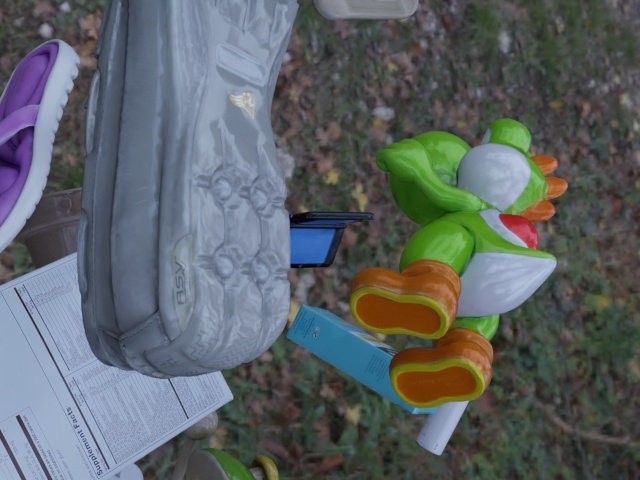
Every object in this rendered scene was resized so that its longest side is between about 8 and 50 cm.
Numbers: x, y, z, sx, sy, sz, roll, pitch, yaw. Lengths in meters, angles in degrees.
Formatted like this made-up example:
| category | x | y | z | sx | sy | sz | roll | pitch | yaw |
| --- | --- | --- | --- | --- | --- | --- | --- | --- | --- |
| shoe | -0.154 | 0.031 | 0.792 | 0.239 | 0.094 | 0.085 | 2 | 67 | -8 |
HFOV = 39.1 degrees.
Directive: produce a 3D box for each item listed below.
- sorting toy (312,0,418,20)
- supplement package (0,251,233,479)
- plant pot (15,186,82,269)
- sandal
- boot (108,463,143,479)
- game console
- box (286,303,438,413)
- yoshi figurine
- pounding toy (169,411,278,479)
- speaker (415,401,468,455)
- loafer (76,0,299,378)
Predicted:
| category | x | y | z | sx | sy | sz | roll | pitch | yaw |
| --- | --- | --- | --- | --- | --- | --- | --- | --- | --- |
| sorting toy | -0.001 | -0.382 | 0.980 | 0.229 | 0.041 | 0.307 | -28 | 97 | -59 |
| supplement package | -0.215 | 0.112 | 0.659 | 0.203 | 0.194 | 0.149 | -28 | 92 | -39 |
| plant pot | -0.422 | 0.038 | 1.669 | 0.263 | 0.263 | 0.230 | 4 | 71 | -62 |
| sandal | -0.420 | -0.127 | 1.146 | 0.102 | 0.169 | 0.416 | 44 | 30 | -35 |
| boot | -0.433 | 0.405 | 1.607 | 0.258 | 0.123 | 0.095 | 58 | 28 | -44 |
| game console | 0.000 | 0.000 | 1.241 | 0.122 | 0.107 | 0.071 | -1 | 86 | -40 |
| box | 0.073 | 0.183 | 1.398 | 0.060 | 0.244 | 0.100 | -63 | 153 | 2 |
| yoshi figurine | 0.126 | -0.005 | 0.973 | 0.203 | 0.204 | 0.362 | 31 | 46 | 0 |
| pounding toy | -0.107 | 0.340 | 1.218 | 0.110 | 0.237 | 0.183 | -10 | 128 | -30 |
| speaker | 0.231 | 0.326 | 1.677 | 0.055 | 0.055 | 0.136 | 28 | 90 | -57 |
| loafer | -0.078 | -0.089 | 0.476 | 0.112 | 0.111 | 0.320 | 25 | 62 | -51 |
